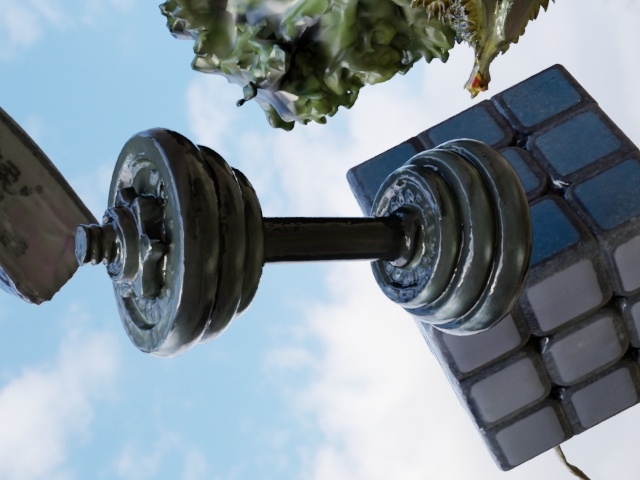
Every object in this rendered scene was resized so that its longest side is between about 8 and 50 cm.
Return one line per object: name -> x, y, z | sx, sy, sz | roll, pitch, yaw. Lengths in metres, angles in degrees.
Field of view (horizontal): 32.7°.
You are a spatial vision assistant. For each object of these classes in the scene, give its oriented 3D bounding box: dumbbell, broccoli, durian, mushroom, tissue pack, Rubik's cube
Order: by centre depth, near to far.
durian -> 0.108, -0.201, 0.748 | 0.146, 0.102, 0.208 | -6, -83, -29
dumbbell -> 0.000, 0.000, 0.898 | 0.406, 0.179, 0.179 | -1, -86, -29
broccoli -> 0.013, -0.250, 1.059 | 0.281, 0.348, 0.293 | -137, 59, -87
tissue pack -> -0.426, -0.090, 1.146 | 0.124, 0.394, 0.288 | -53, -55, -17
Rubik's cube -> 0.249, 0.031, 1.293 | 0.303, 0.305, 0.301 | 59, -177, -42
mushroom -> 0.330, 0.293, 1.546 | 0.286, 0.028, 0.026 | 40, -116, -36
